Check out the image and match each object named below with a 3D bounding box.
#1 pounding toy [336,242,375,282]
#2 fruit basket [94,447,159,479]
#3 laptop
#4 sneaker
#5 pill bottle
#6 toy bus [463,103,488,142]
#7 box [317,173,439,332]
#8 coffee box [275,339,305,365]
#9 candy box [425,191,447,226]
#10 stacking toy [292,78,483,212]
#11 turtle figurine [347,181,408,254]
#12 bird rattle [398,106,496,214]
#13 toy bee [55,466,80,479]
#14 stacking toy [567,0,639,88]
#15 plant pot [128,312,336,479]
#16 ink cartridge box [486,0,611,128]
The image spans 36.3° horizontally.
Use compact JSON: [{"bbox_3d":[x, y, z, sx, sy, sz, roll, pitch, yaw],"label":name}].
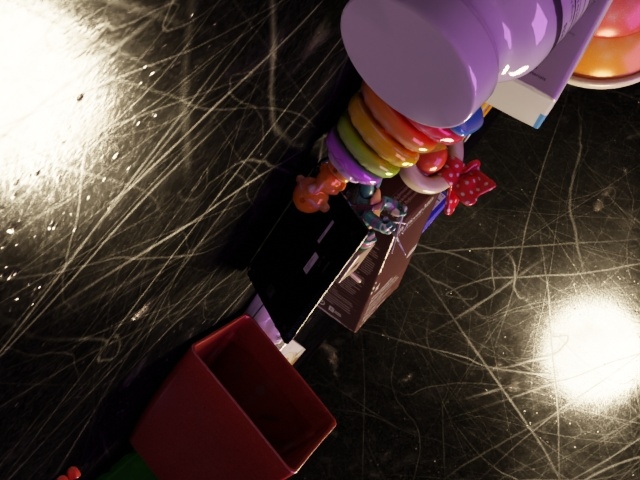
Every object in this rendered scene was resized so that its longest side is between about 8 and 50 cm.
[{"bbox_3d":[0.033,0.022,1.873,0.100,0.130,0.141,-54,172,22],"label":"pounding toy"},{"bbox_3d":[-0.348,0.575,1.871,0.392,0.282,0.392,-59,162,-31],"label":"fruit basket"},{"bbox_3d":[0.000,0.000,1.563,0.136,0.264,0.234,13,122,-40],"label":"laptop"},{"bbox_3d":[-0.097,0.152,1.869,0.258,0.091,0.094,-53,172,12],"label":"sneaker"},{"bbox_3d":[0.198,-0.304,1.049,0.363,0.210,0.210,-47,171,-21],"label":"pill bottle"},{"bbox_3d":[0.339,-0.343,2.021,0.333,0.108,0.130,-50,172,-10],"label":"toy bus"},{"bbox_3d":[0.117,0.004,2.088,0.191,0.143,0.381,-43,160,-36],"label":"box"},{"bbox_3d":[-0.157,0.279,2.000,0.246,0.098,0.141,-51,159,-5],"label":"coffee box"},{"bbox_3d":[0.159,0.005,2.492,0.317,0.122,0.268,-44,174,-34],"label":"candy box"},{"bbox_3d":[0.072,-0.140,1.391,0.302,0.175,0.166,-42,178,23],"label":"stacking toy"},{"bbox_3d":[0.103,-0.063,1.774,0.175,0.118,0.234,-73,166,-65],"label":"turtle figurine"},{"bbox_3d":[0.225,-0.170,1.903,0.207,0.143,0.254,-15,112,-33],"label":"bird rattle"},{"bbox_3d":[-0.371,0.429,1.496,0.298,0.162,0.195,-27,-176,8],"label":"toy bee"},{"bbox_3d":[0.614,-0.592,2.073,0.350,0.350,0.480,-48,153,-20],"label":"stacking toy"},{"bbox_3d":[-0.172,0.325,1.725,0.235,0.267,0.267,-41,175,18],"label":"plant pot"},{"bbox_3d":[0.411,-0.420,1.672,0.395,0.166,0.285,-61,173,0],"label":"ink cartridge box"}]
